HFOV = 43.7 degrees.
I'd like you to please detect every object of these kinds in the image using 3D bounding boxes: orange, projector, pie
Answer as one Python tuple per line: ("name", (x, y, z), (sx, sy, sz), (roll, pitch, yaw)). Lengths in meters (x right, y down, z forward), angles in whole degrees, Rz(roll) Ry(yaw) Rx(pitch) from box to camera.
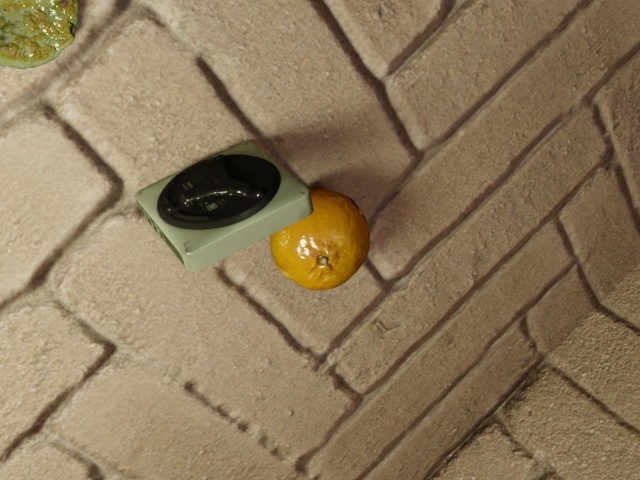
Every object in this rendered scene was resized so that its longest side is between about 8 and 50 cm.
("orange", (0.000, 0.000, 1.701), (0.219, 0.193, 0.219), (-13, 137, -13))
("projector", (-0.183, -0.077, 1.470), (0.259, 0.257, 0.079), (-28, 130, -18))
("pie", (-0.467, -0.359, 1.245), (0.187, 0.041, 0.187), (-17, 125, -26))
